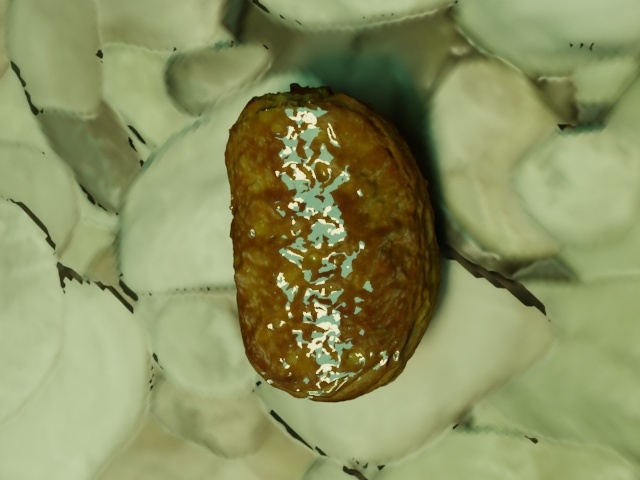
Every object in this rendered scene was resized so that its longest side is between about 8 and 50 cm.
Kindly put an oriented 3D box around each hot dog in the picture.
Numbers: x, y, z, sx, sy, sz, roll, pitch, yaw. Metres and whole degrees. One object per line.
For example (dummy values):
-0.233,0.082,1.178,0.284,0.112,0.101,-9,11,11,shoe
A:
0.000,0.000,0.403,0.058,0.035,0.083,0,101,28,hot dog
